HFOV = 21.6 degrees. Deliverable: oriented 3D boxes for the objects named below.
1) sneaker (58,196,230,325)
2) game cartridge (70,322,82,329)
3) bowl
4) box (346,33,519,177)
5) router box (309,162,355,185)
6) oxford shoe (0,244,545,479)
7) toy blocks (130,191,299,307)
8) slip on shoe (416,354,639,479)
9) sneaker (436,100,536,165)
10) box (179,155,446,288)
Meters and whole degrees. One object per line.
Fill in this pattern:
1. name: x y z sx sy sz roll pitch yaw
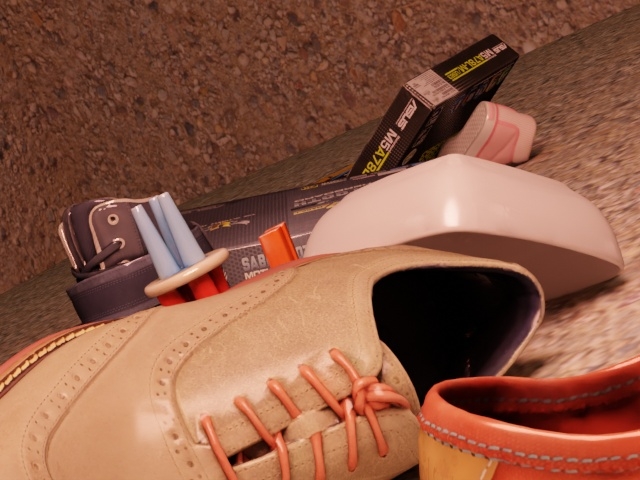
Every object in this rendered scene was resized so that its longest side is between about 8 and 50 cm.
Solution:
1. sneaker: -0.146 0.068 1.020 0.226 0.163 0.086 -31 9 -30
2. game cartridge: -0.149 0.087 1.376 0.355 0.068 0.230 -23 11 25
3. bowl: 0.074 -0.003 0.900 0.142 0.053 0.142 12 -21 -38
4. box: 0.099 -0.102 1.651 0.190 0.045 0.184 -33 -22 -52
5. router box: -0.007 -0.036 1.881 0.179 0.046 0.133 -29 6 -24
6. oxford shoe: -0.033 0.072 0.702 0.130 0.123 0.348 -17 10 42
7. toy blocks: -0.041 0.030 0.964 0.054 0.148 0.123 -19 9 44
8. slip on shoe: 0.174 0.020 0.394 0.331 0.101 0.123 -24 4 6
9. sneaker: 0.162 -0.083 1.615 0.070 0.051 0.134 9 -32 -19
10. box: 0.000 0.000 1.182 0.232 0.059 0.183 -12 12 1
